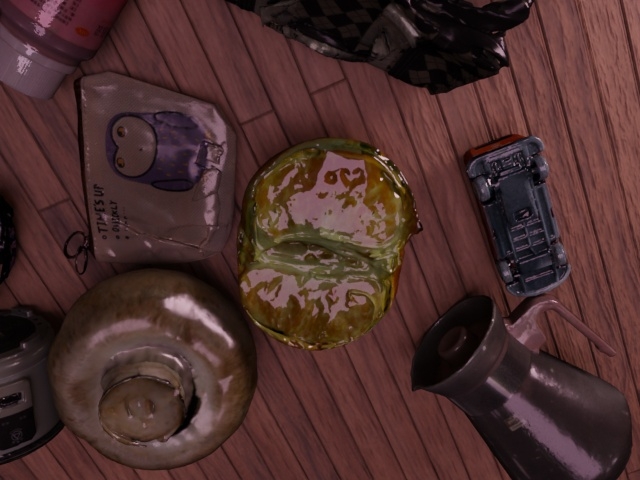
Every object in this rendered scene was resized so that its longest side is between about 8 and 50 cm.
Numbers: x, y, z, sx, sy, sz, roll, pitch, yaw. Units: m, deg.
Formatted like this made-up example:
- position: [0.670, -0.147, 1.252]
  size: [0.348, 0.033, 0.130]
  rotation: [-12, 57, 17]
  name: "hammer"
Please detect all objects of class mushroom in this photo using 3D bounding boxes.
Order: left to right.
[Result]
- position: [-0.271, 0.217, 1.005]
  size: [0.352, 0.260, 0.352]
  rotation: [-4, 110, -10]
  name: "mushroom"

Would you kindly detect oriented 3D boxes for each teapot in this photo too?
- position: [0.365, 0.261, 1.067]
  size: [0.344, 0.253, 0.300]
  rotation: [40, 103, -11]
  name: "teapot"

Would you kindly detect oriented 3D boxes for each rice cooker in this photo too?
- position: [-0.553, 0.253, 1.019]
  size: [0.280, 0.241, 0.227]
  rotation: [-16, 116, -45]
  name: "rice cooker"

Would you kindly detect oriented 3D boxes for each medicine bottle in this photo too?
- position: [-0.364, -0.325, 0.848]
  size: [0.147, 0.147, 0.247]
  rotation: [34, 107, -15]
  name: "medicine bottle"

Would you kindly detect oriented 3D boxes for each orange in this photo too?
- position: [-0.003, -0.003, 0.967]
  size: [0.263, 0.196, 0.334]
  rotation: [-4, 117, -17]
  name: "orange"

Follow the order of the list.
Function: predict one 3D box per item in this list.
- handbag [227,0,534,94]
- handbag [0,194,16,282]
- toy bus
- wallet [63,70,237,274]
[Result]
- position: [0.039, -0.326, 0.774]
  size: [0.416, 0.317, 0.180]
  rotation: [22, 103, -11]
  name: "handbag"
- position: [-0.603, 0.008, 0.973]
  size: [0.208, 0.127, 0.228]
  rotation: [7, 118, -23]
  name: "handbag"
- position: [0.320, -0.042, 1.004]
  size: [0.121, 0.120, 0.265]
  rotation: [-21, 111, 6]
  name: "toy bus"
- position: [-0.275, -0.095, 0.984]
  size: [0.275, 0.068, 0.335]
  rotation: [4, 110, -2]
  name: "wallet"
